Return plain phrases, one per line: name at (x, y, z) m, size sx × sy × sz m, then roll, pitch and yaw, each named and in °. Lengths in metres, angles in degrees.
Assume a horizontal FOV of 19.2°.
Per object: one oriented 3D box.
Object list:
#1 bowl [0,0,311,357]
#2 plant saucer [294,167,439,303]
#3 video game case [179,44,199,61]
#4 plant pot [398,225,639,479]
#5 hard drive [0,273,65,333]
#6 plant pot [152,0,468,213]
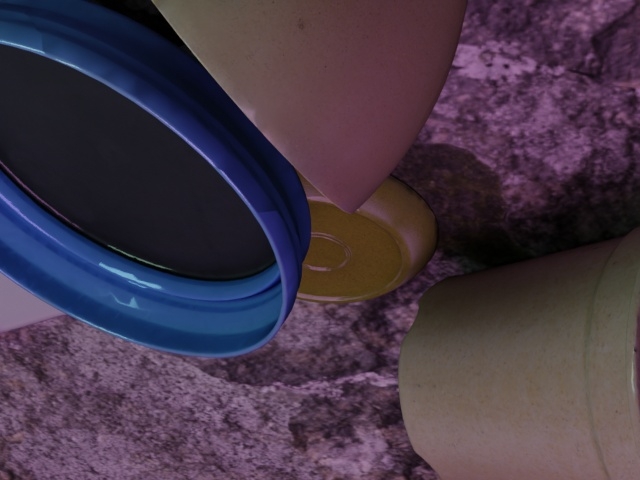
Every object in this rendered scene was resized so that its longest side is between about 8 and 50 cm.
bowl at (-0.183, -0.054, 1.575) m, size 0.391 × 0.077 × 0.391 m, roll 22°, pitch 149°, yaw 15°
plant saucer at (0.000, 0.000, 1.935) m, size 0.241 × 0.037 × 0.241 m, roll 5°, pitch 146°, yaw 4°
video game case at (-0.040, -0.140, 1.753) m, size 0.190 × 0.022 × 0.173 m, roll -18°, pitch 139°, yaw 34°
plant pot at (0.260, 0.134, 1.870) m, size 0.305 × 0.334 × 0.334 m, roll -5°, pitch 145°, yaw 39°
hard drive at (-0.407, 0.028, 2.053) m, size 0.353 × 0.047 × 0.233 m, roll -16°, pitch 139°, yaw 31°
plant pot at (0.004, -0.190, 1.494) m, size 0.191 × 0.284 × 0.284 m, roll -41°, pitch 131°, yaw 6°
